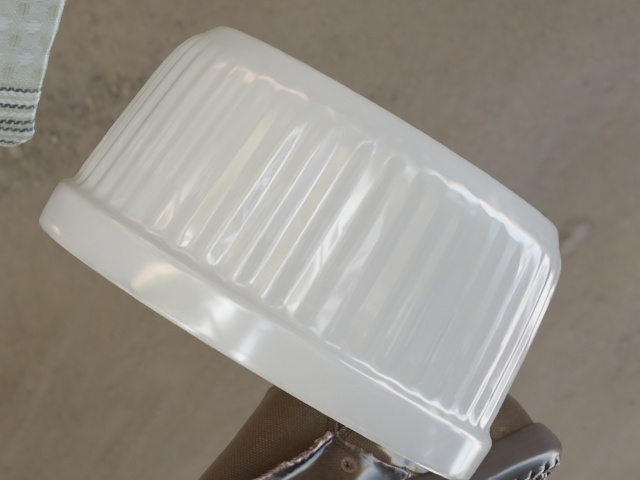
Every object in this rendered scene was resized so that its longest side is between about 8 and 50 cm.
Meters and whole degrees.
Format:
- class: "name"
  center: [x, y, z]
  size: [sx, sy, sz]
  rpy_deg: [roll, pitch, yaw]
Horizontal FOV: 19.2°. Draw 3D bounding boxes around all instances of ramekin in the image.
- class: "ramekin"
  center: [0.000, 0.000, 0.775]
  size: [0.109, 0.207, 0.207]
  rpy_deg: [-59, 144, -1]

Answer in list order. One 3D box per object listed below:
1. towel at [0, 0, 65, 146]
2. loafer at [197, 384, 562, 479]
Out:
- class: "towel"
  center: [-0.225, -0.211, 0.857]
  size: [0.312, 0.056, 0.324]
  rpy_deg: [12, 108, -29]
- class: "loafer"
  center: [-0.015, 0.158, 1.157]
  size: [0.366, 0.130, 0.134]
  rpy_deg: [-15, 151, -43]
